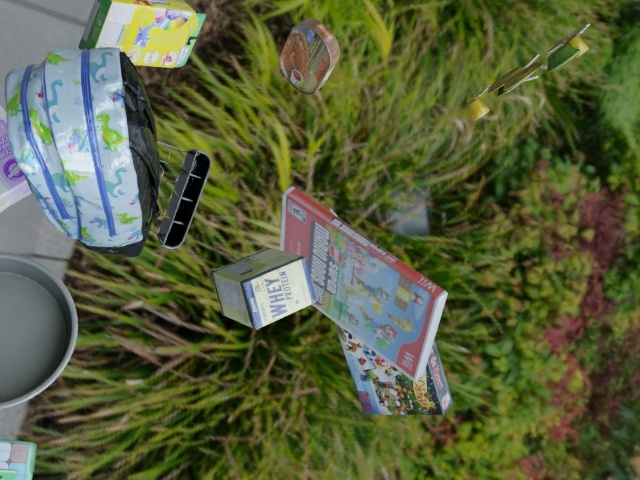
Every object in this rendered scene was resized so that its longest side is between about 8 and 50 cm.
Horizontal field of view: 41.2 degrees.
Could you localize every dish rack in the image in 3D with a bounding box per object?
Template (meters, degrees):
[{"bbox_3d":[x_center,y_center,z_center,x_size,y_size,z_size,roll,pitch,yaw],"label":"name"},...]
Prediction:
[{"bbox_3d":[-0.372,-0.116,1.671,0.271,0.074,0.208,17,96,-31],"label":"dish rack"}]

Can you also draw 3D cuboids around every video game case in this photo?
[{"bbox_3d":[0.050,0.066,1.260,0.025,0.285,0.204,-39,152,-33],"label":"video game case"}]

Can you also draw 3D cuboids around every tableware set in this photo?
[{"bbox_3d":[0.223,-0.175,0.919,0.154,0.024,0.104,-28,-170,43],"label":"tableware set"}]

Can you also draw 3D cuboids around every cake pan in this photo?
[{"bbox_3d":[-0.586,0.164,1.525,0.293,0.293,0.054,-54,177,-27],"label":"cake pan"}]

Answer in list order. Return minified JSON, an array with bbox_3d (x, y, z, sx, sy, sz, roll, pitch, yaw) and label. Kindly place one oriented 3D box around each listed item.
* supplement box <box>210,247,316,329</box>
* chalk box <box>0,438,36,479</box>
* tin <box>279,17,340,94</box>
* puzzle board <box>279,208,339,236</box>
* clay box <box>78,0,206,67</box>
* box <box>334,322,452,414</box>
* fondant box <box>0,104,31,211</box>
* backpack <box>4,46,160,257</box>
[{"bbox_3d":[-0.065,0.052,0.961,0.083,0.083,0.056,-23,109,-28],"label":"supplement box"},{"bbox_3d":[-0.511,0.369,1.271,0.132,0.213,0.132,14,64,-28],"label":"chalk box"},{"bbox_3d":[-0.021,-0.360,1.677,0.040,0.106,0.190,-38,175,-27],"label":"tin"},{"bbox_3d":[0.000,0.000,1.593,0.096,0.128,0.011,51,34,-18],"label":"puzzle board"},{"bbox_3d":[-0.331,-0.395,1.600,0.222,0.053,0.127,-8,138,-49],"label":"clay box"},{"bbox_3d":[0.117,0.186,1.447,0.044,0.159,0.233,-38,114,-51],"label":"box"},{"bbox_3d":[-0.718,-0.191,1.627,0.238,0.330,0.096,-37,180,-26],"label":"fondant box"},{"bbox_3d":[-0.367,-0.157,1.367,0.355,0.273,0.290,143,-53,-63],"label":"backpack"}]
